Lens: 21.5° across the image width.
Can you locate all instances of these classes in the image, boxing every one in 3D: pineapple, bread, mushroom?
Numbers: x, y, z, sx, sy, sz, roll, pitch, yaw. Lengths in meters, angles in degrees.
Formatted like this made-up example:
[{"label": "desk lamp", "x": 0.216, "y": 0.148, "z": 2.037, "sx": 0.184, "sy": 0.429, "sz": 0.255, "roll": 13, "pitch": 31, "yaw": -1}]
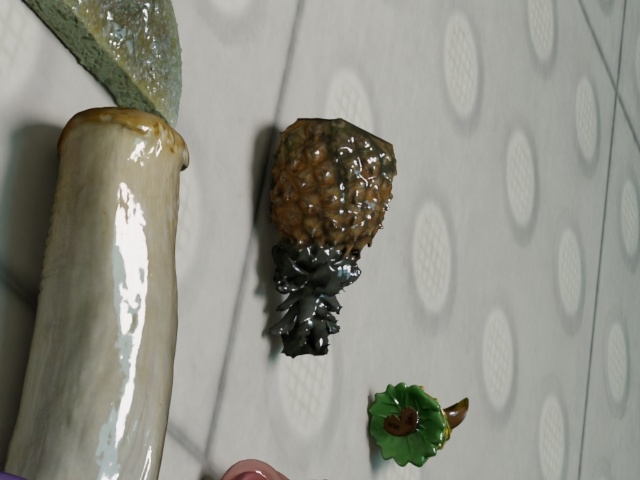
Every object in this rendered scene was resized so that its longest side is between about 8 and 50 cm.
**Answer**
[{"label": "pineapple", "x": 0.000, "y": 0.000, "z": 1.367, "sx": 0.108, "sy": 0.108, "sz": 0.198, "roll": 8, "pitch": 92, "yaw": -66}, {"label": "bread", "x": -0.133, "y": -0.162, "z": 1.136, "sx": 0.193, "sy": 0.036, "sz": 0.112, "roll": 52, "pitch": 41, "yaw": -54}, {"label": "mushroom", "x": -0.139, "y": 0.078, "z": 1.018, "sx": 0.123, "sy": 0.095, "sz": 0.351, "roll": 79, "pitch": 14, "yaw": -67}]

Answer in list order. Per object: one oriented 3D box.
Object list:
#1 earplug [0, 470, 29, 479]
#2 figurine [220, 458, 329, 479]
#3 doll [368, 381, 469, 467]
[{"label": "earplug", "x": -0.218, "y": 0.255, "z": 0.699, "sx": 0.456, "sy": 0.215, "sz": 0.215, "roll": -53, "pitch": 135, "yaw": -60}, {"label": "figurine", "x": -0.015, "y": 0.218, "z": 1.249, "sx": 0.114, "sy": 0.157, "sz": 0.126, "roll": -94, "pitch": 164, "yaw": -60}, {"label": "doll", "x": 0.100, "y": 0.182, "z": 1.574, "sx": 0.113, "sy": 0.078, "sz": 0.077, "roll": 33, "pitch": 32, "yaw": -53}]
